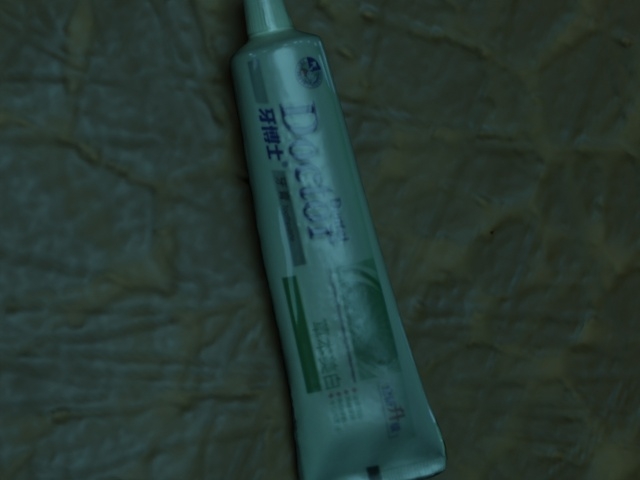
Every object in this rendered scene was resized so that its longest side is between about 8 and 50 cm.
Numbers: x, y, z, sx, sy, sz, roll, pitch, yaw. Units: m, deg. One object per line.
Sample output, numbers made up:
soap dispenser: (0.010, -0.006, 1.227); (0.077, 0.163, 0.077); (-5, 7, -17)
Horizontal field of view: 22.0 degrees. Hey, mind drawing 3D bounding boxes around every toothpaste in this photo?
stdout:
toothpaste: (0.000, 0.000, 0.684); (0.064, 0.041, 0.218); (-14, 94, -7)
